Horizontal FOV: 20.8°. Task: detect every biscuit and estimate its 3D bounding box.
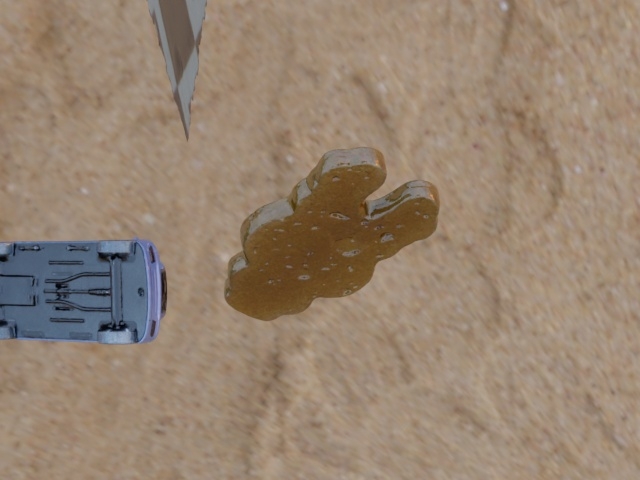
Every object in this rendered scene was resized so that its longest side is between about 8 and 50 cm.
[{"bbox_3d":[0.000,-0.003,2.031,0.295,0.186,0.044,-35,38,31],"label":"biscuit"}]

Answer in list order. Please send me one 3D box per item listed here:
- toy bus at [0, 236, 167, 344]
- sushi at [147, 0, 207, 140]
[{"bbox_3d":[-0.288,0.059,2.095,0.292,0.133,0.125,-1,91,35],"label":"toy bus"},{"bbox_3d":[-0.057,-0.272,0.797,0.069,0.320,0.339,-10,63,-14],"label":"sushi"}]
